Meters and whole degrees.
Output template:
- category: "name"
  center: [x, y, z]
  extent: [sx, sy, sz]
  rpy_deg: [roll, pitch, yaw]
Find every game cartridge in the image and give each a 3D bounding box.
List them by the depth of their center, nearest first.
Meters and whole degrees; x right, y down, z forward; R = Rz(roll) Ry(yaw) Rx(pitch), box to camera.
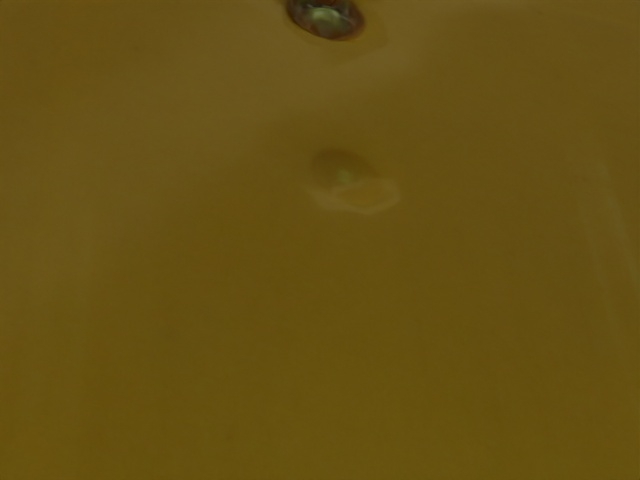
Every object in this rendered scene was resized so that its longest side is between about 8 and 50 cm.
- category: "game cartridge"
  center: [0.000, 0.000, 0.421]
  extent: [0.285, 0.053, 0.324]
  rpy_deg: [11, -137, -14]
